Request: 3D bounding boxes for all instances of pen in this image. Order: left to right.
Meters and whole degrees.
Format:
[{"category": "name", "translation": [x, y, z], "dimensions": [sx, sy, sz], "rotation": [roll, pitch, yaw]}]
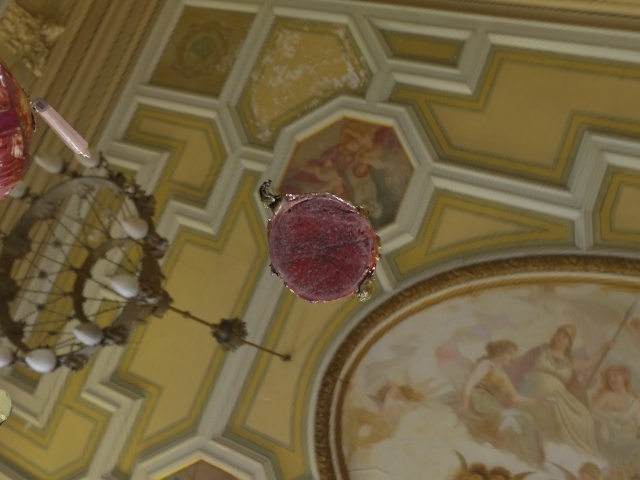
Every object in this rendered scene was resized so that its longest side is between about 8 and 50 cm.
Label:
[{"category": "pen", "translation": [-0.506, -0.215, 1.372], "dimensions": [0.053, 0.197, 0.032], "rotation": [36, -103, 20]}]

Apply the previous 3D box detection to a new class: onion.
[{"category": "onion", "translation": [-0.472, -0.170, 0.967], "dimensions": [0.230, 0.163, 0.230], "rotation": [10, -73, 36]}]

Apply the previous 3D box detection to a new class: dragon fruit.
[{"category": "dragon fruit", "translation": [0.000, 0.000, 1.285], "dimensions": [0.211, 0.147, 0.282], "rotation": [-45, -96, 2]}]

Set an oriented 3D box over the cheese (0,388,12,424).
[{"category": "cheese", "translation": [-0.723, 0.380, 1.320], "dimensions": [0.255, 0.050, 0.127], "rotation": [-28, -160, -8]}]
